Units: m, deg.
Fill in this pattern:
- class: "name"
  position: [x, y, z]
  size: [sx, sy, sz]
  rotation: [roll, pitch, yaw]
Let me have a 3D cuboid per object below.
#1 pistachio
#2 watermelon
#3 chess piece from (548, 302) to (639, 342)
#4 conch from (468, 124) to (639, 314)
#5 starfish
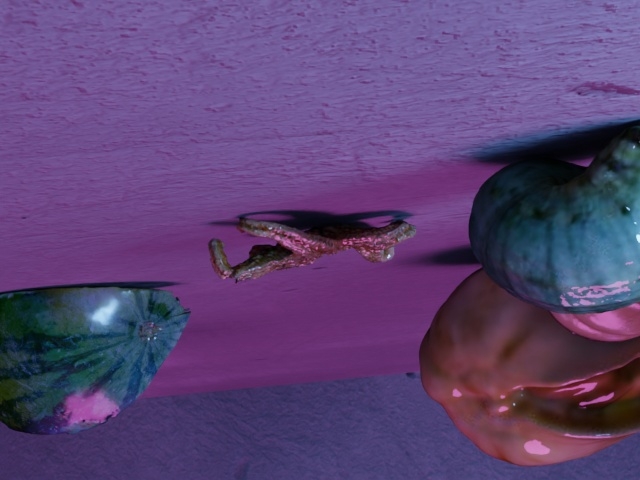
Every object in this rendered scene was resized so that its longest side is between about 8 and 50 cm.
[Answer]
- class: "pistachio"
  position: [0.261, 0.110, 1.821]
  size: [0.321, 0.229, 0.238]
  rotation: [-10, -146, 1]
- class: "watermelon"
  position: [-0.259, 0.126, 1.823]
  size: [0.231, 0.146, 0.128]
  rotation: [-5, 172, 15]
- class: "chess piece"
  position: [0.334, 0.010, 1.572]
  size: [0.139, 0.124, 0.307]
  rotation: [29, 157, -14]
- class: "conch"
  position: [0.197, -0.012, 1.263]
  size: [0.176, 0.122, 0.188]
  rotation: [-28, -173, -27]
- class: "starfish"
  position: [0.001, 0.010, 1.523]
  size: [0.150, 0.053, 0.210]
  rotation: [-5, 175, 33]
